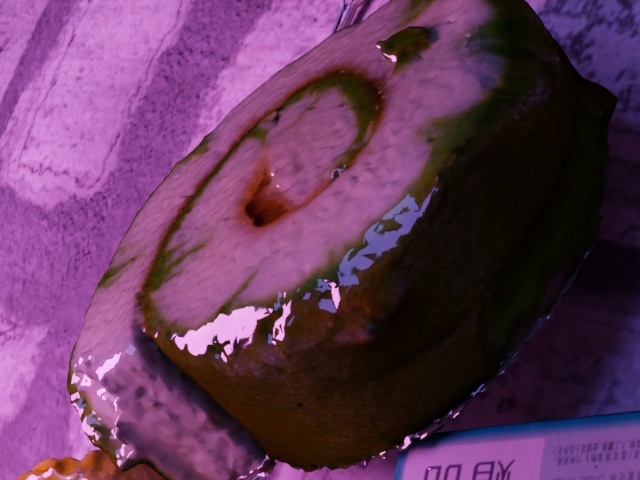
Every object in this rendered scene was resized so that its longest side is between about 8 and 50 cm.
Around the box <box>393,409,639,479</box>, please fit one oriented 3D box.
[{"bbox_3d":[0.141,0.174,0.800,0.245,0.092,0.153,-12,56,45],"label":"box"}]

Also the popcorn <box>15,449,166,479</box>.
[{"bbox_3d":[-0.160,0.230,1.093,0.180,0.180,0.170,-50,-2,14],"label":"popcorn"}]

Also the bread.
[{"bbox_3d":[0.000,0.000,0.992,0.382,0.129,0.366,-46,22,1],"label":"bread"}]

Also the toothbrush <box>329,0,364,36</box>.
[{"bbox_3d":[-0.023,-0.101,1.255,0.026,0.028,0.294,28,93,56],"label":"toothbrush"}]
